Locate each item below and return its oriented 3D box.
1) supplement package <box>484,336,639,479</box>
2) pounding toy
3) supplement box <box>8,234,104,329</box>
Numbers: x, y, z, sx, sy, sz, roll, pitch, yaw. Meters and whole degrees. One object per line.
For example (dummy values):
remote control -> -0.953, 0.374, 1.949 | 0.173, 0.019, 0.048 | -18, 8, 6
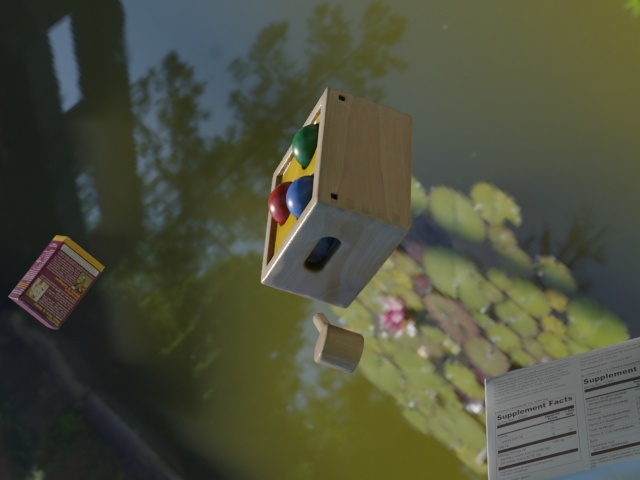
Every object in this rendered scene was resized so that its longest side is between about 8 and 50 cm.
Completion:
supplement package -> 0.314, 0.245, 1.274 | 0.204, 0.145, 0.262 | -18, 131, 23
pounding toy -> -0.004, 0.010, 1.039 | 0.094, 0.206, 0.181 | 18, 140, -16
supplement box -> -0.274, 0.043, 1.279 | 0.055, 0.083, 0.043 | 43, 162, -23
